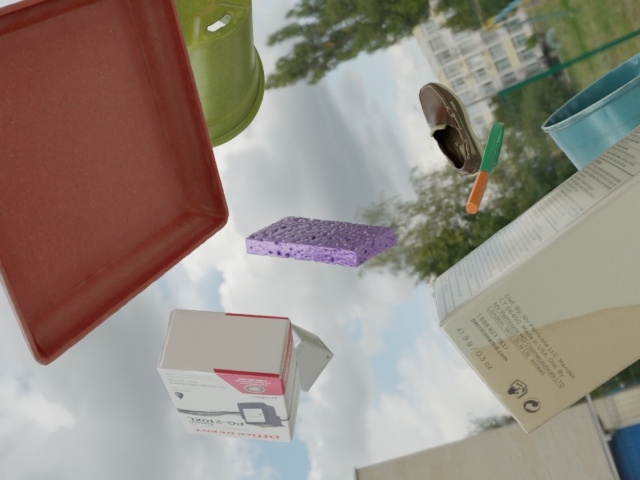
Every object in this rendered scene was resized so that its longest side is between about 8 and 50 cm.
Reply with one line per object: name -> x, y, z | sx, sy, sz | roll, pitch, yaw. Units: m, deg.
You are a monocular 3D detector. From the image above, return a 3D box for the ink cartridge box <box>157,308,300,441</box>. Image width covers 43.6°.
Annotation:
ink cartridge box -> -0.125, 0.204, 1.175 | 0.237, 0.171, 0.100 | 86, -171, -56

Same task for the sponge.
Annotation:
sponge -> 0.000, 0.000, 1.238 | 0.117, 0.210, 0.031 | -29, -60, -50

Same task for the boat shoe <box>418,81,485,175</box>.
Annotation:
boat shoe -> 0.294, -0.265, 1.851 | 0.095, 0.095, 0.257 | -6, -121, -46

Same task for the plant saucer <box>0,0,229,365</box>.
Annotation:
plant saucer -> -0.193, -0.074, 0.662 | 0.258, 0.047, 0.259 | -44, -50, -47

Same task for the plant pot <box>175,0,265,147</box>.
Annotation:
plant pot -> -0.208, -0.313, 1.229 | 0.254, 0.276, 0.276 | 120, 136, -69

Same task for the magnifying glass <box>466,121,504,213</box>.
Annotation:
magnifying glass -> 0.316, -0.139, 1.528 | 0.092, 0.026, 0.231 | 84, -156, -47

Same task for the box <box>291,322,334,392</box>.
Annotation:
box -> -0.050, 0.238, 1.641 | 0.102, 0.101, 0.087 | 30, -171, -39

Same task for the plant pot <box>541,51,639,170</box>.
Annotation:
plant pot -> 0.541, -0.156, 1.270 | 0.255, 0.271, 0.271 | 54, -160, -4

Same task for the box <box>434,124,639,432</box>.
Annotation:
box -> 0.253, 0.004, 0.665 | 0.121, 0.311, 0.148 | 50, -165, -6
